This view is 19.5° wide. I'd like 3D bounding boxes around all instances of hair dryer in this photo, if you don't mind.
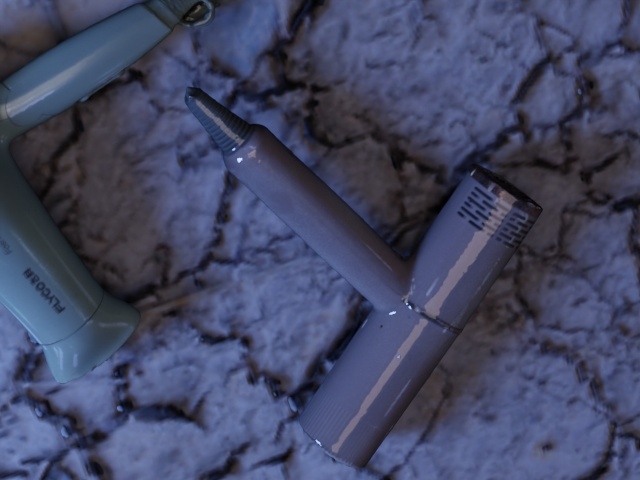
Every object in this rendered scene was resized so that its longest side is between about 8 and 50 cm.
[{"bbox_3d":[-0.009,0.009,1.092,0.220,0.053,0.195,29,100,-21],"label":"hair dryer"},{"bbox_3d":[-0.124,-0.061,1.066,0.237,0.075,0.206,-43,116,-4],"label":"hair dryer"}]
